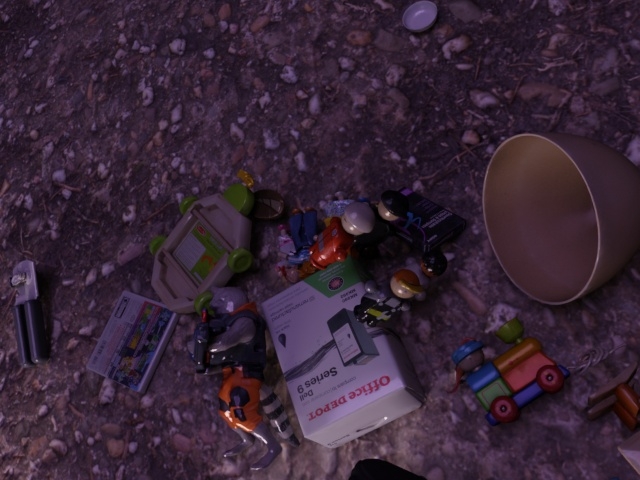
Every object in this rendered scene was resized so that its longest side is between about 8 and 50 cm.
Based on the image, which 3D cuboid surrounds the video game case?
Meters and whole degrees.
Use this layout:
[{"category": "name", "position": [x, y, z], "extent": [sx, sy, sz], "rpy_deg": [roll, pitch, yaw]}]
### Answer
[{"category": "video game case", "position": [-0.430, 0.229, 1.552], "extent": [0.183, 0.023, 0.201], "rpy_deg": [14, 73, 32]}]

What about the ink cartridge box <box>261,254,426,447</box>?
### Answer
[{"category": "ink cartridge box", "position": [0.039, 0.207, 1.262], "extent": [0.211, 0.121, 0.289], "rpy_deg": [-30, 56, 11]}]

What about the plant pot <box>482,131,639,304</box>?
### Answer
[{"category": "plant pot", "position": [0.433, -0.053, 1.128], "extent": [0.191, 0.284, 0.284], "rpy_deg": [-13, 54, -20]}]

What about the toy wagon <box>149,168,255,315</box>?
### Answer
[{"category": "toy wagon", "position": [-0.245, 0.000, 1.510], "extent": [0.344, 0.068, 0.267], "rpy_deg": [-52, 48, 4]}]

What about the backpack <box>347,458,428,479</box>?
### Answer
[{"category": "backpack", "position": [0.096, 0.554, 1.008], "extent": [0.290, 0.273, 0.355], "rpy_deg": [19, 93, 39]}]

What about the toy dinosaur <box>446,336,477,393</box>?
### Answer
[{"category": "toy dinosaur", "position": [0.255, 0.214, 1.181], "extent": [0.047, 0.090, 0.082], "rpy_deg": [2, 112, 38]}]

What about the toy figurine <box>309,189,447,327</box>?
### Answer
[{"category": "toy figurine", "position": [0.112, 0.026, 1.196], "extent": [0.148, 0.213, 0.209], "rpy_deg": [-45, 75, 30]}]

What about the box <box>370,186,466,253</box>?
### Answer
[{"category": "box", "position": [0.188, -0.042, 1.329], "extent": [0.116, 0.029, 0.162], "rpy_deg": [-32, 50, -32]}]

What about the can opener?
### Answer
[{"category": "can opener", "position": [-0.723, 0.180, 1.695], "extent": [0.074, 0.093, 0.280], "rpy_deg": [-23, 67, 18]}]

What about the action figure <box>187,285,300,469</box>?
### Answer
[{"category": "action figure", "position": [-0.158, 0.247, 1.305], "extent": [0.179, 0.341, 0.330], "rpy_deg": [-9, 84, -11]}]

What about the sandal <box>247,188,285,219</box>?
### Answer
[{"category": "sandal", "position": [-0.142, -0.074, 1.540], "extent": [0.180, 0.049, 0.072], "rpy_deg": [-4, 68, 42]}]

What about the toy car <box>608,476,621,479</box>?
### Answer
[{"category": "toy car", "position": [0.374, 0.449, 0.905], "extent": [0.219, 0.238, 0.210], "rpy_deg": [-40, 55, 4]}]

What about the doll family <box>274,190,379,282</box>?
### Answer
[{"category": "doll family", "position": [0.000, 0.000, 1.384], "extent": [0.263, 0.118, 0.163], "rpy_deg": [-19, 60, 18]}]

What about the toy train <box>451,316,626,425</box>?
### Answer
[{"category": "toy train", "position": [0.350, 0.185, 1.110], "extent": [0.248, 0.105, 0.143], "rpy_deg": [-37, 67, 7]}]

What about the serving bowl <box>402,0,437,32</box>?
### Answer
[{"category": "serving bowl", "position": [0.234, -0.516, 1.568], "extent": [0.083, 0.027, 0.083], "rpy_deg": [-11, 62, 22]}]

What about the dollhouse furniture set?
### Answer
[{"category": "dollhouse furniture set", "position": [0.472, 0.300, 0.916], "extent": [0.135, 0.259, 0.262], "rpy_deg": [-34, 54, -3]}]
